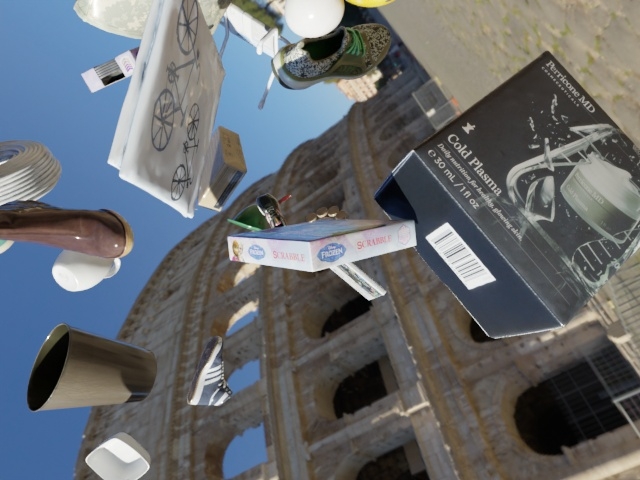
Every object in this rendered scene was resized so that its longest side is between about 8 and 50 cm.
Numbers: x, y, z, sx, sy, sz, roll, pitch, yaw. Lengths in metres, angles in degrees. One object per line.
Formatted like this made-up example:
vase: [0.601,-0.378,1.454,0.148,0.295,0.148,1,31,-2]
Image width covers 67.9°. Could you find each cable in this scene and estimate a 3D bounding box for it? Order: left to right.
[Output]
cable: [-0.694,-0.133,1.015,0.257,0.257,0.089,-95,-6,-56]

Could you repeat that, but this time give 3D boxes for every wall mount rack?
wall mount rack: [-0.246,-0.597,1.513,0.350,0.130,0.304,34,162,7]

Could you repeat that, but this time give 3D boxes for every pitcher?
pitcher: [-0.646,0.069,1.355,0.126,0.177,0.207,19,-144,11]

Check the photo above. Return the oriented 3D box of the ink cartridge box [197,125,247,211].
ink cartridge box: [-0.345,-0.246,1.622,0.088,0.193,0.234,19,-145,-33]

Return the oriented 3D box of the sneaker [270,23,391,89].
sneaker: [0.066,-0.560,1.395,0.158,0.410,0.182,65,157,-7]

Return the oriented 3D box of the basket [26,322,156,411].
basket: [-0.514,0.302,1.101,0.227,0.204,0.154,22,-168,-45]

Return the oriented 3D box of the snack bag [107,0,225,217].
snack bag: [-0.229,-0.219,0.781,0.342,0.037,0.322,93,-173,-84]

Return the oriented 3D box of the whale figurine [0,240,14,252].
whale figurine: [-1.032,-0.046,1.379,0.141,0.272,0.216,90,180,-65]

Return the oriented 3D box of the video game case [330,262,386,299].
video game case: [0.126,0.132,1.650,0.190,0.022,0.173,40,163,0]

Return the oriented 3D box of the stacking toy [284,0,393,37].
stacking toy: [0.118,-0.591,0.939,0.350,0.480,0.350,46,-165,-16]

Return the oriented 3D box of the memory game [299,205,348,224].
memory game: [0.005,-0.030,1.444,0.012,0.186,0.186,54,-165,-45]

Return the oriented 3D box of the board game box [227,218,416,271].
board game box: [0.000,0.000,1.120,0.318,0.319,0.065,-11,-80,-40]

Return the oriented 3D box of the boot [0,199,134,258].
boot: [-0.461,-0.013,0.780,0.207,0.249,0.090,-11,-69,-60]

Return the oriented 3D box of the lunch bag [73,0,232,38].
lunch bag: [-0.287,-0.497,0.850,0.169,0.235,0.287,52,-145,6]

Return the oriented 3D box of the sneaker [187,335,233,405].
sneaker: [-0.402,0.519,1.867,0.153,0.282,0.099,21,-178,-26]

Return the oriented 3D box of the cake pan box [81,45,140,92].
cake pan box: [-0.568,-0.556,1.474,0.267,0.246,0.070,-53,-54,-45]

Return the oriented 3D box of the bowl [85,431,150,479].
bowl: [-0.549,0.598,1.312,0.142,0.142,0.053,50,-166,-13]

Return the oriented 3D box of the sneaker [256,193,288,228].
sneaker: [-0.157,-0.084,1.664,0.178,0.072,0.077,57,178,-21]

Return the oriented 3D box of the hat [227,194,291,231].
hat: [-0.236,-0.130,1.796,0.173,0.183,0.208,19,177,8]

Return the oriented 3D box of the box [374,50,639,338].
box: [0.482,-0.102,1.157,0.480,0.472,0.297,51,160,5]
